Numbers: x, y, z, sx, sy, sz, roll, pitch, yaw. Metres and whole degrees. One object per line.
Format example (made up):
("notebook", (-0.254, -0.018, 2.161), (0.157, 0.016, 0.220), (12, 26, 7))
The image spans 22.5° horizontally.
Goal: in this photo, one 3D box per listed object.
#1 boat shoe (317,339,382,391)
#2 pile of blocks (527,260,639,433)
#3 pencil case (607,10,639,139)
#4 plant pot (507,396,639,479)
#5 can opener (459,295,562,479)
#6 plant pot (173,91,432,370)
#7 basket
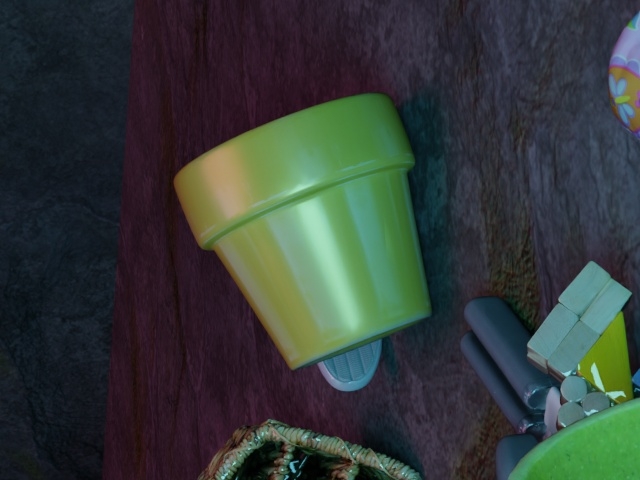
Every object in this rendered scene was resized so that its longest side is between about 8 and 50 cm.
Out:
("boat shoe", (0.028, 0.096, 1.897), (0.076, 0.083, 0.226), (89, 177, -48))
("pile of blocks", (0.233, 0.203, 1.241), (0.112, 0.149, 0.362), (57, -147, -76))
("pencil case", (0.288, -0.051, 1.009), (0.284, 0.124, 0.124), (-120, 31, -51))
("plant pot", (0.267, 0.244, 0.947), (0.276, 0.276, 0.254), (-159, 55, -70))
("can opener", (0.178, 0.144, 1.423), (0.280, 0.093, 0.074), (-114, 26, -57))
("plant pot", (0.000, 0.000, 1.710), (0.239, 0.254, 0.254), (69, 159, 6))
("basket", (-0.049, 0.358, 1.807), (0.299, 0.213, 0.223), (-70, 16, -10))
